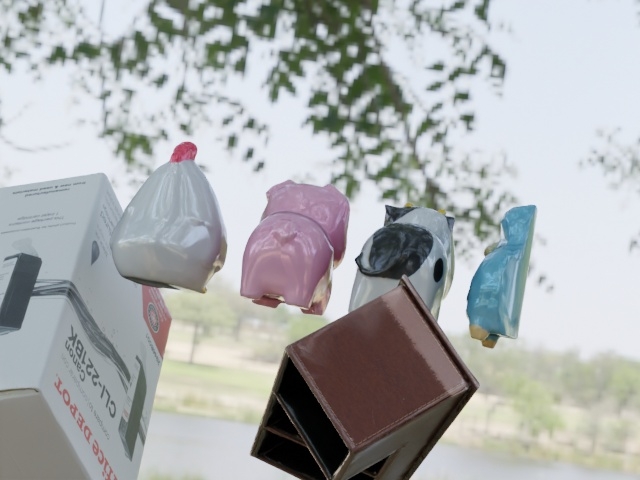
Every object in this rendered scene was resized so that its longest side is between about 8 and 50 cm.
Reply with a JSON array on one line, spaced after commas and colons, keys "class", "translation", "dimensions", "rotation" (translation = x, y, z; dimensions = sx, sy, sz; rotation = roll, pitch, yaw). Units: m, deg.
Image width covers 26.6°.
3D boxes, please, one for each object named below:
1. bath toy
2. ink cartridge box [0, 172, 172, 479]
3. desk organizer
[{"class": "bath toy", "translation": [0.000, 0.000, 1.132], "dimensions": [0.348, 0.129, 0.151], "rotation": [9, -7, 8]}, {"class": "ink cartridge box", "translation": [-0.231, 0.104, 1.188], "dimensions": [0.114, 0.273, 0.197], "rotation": [-8, -50, 13]}, {"class": "desk organizer", "translation": [0.011, 0.067, 0.504], "dimensions": [0.050, 0.047, 0.130], "rotation": [-27, -18, -19]}]
